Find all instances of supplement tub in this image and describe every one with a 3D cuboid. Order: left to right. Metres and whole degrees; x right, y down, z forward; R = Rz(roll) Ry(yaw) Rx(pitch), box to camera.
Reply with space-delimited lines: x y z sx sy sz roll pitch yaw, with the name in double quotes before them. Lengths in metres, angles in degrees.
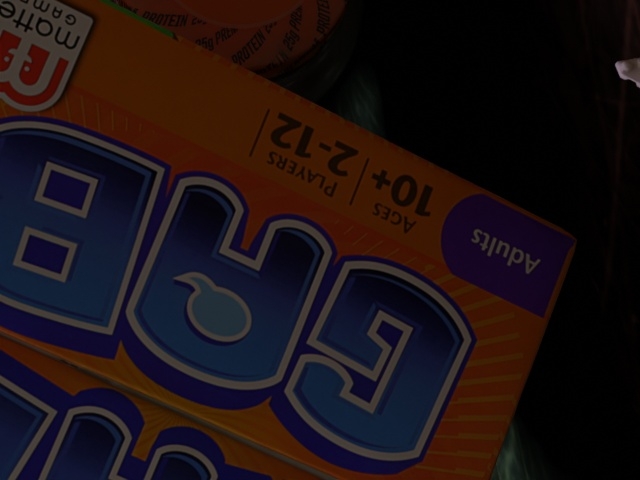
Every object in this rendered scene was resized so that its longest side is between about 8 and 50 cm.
"supplement tub" -0.081 -0.143 1.316 0.316 0.194 0.193 132 119 -74

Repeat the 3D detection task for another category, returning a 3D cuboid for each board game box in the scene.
"board game box" -0.136 0.096 1.126 0.356 0.356 0.356 -68 17 -11

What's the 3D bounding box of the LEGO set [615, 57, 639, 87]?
"LEGO set" 0.193 0.021 0.771 0.244 0.060 0.182 -147 45 -69
